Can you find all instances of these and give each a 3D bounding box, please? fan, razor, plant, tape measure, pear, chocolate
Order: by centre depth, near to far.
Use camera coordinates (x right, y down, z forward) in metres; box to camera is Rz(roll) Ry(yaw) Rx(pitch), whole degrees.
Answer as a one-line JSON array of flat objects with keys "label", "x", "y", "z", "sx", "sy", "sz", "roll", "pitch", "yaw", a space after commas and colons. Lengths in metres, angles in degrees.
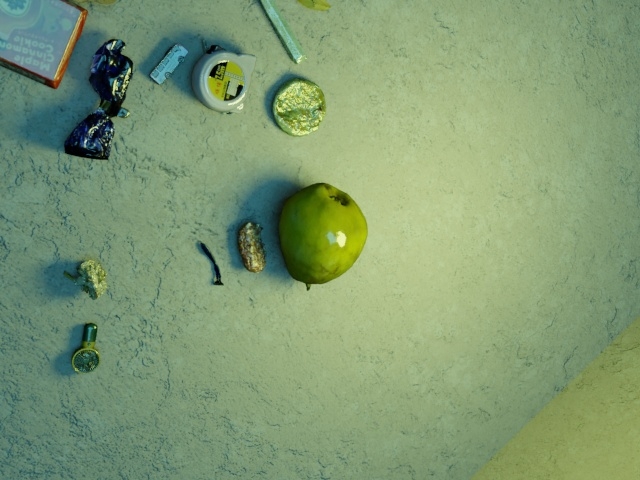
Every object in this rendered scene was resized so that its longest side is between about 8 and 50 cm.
[{"label": "chocolate", "x": -0.749, "y": -0.543, "z": 1.624, "sx": 0.237, "sy": 0.108, "sz": 0.235, "roll": 23, "pitch": 94, "yaw": -29}, {"label": "chocolate", "x": -0.589, "y": -0.383, "z": 1.743, "sx": 0.148, "sy": 0.126, "sz": 0.344, "roll": 17, "pitch": 88, "yaw": 10}, {"label": "plant", "x": -0.685, "y": 0.115, "z": 1.828, "sx": 0.121, "sy": 0.104, "sz": 0.117, "roll": -4, "pitch": 83, "yaw": 1}, {"label": "tape measure", "x": -0.291, "y": -0.476, "z": 1.856, "sx": 0.178, "sy": 0.105, "sz": 0.196, "roll": 15, "pitch": 98, "yaw": -34}, {"label": "fan", "x": -0.698, "y": 0.321, "z": 1.899, "sx": 0.082, "sy": 0.039, "sz": 0.155, "roll": 9, "pitch": 97, "yaw": -26}, {"label": "razor", "x": -0.344, "y": 0.072, "z": 2.007, "sx": 0.028, "sy": 0.044, "sz": 0.155, "roll": -39, "pitch": 116, "yaw": -45}, {"label": "pear", "x": 0.000, "y": 0.000, "z": 2.018, "sx": 0.287, "sy": 0.287, "sz": 0.376, "roll": 2, "pitch": 119, "yaw": -25}]

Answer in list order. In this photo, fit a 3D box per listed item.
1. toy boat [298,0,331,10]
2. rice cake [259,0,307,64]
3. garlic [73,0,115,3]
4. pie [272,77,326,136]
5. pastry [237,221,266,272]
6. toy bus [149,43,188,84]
[{"label": "toy boat", "x": -0.039, "y": -0.756, "z": 1.921, "sx": 0.172, "sy": 0.065, "sz": 0.066, "roll": 36, "pitch": 67, "yaw": -30}, {"label": "rice cake", "x": -0.118, "y": -0.650, "z": 1.921, "sx": 0.045, "sy": 0.042, "sz": 0.245, "roll": -37, "pitch": 115, "yaw": -9}, {"label": "garlic", "x": -0.598, "y": -0.723, "z": 1.622, "sx": 0.227, "sy": 0.152, "sz": 0.228, "roll": -16, "pitch": 117, "yaw": -36}, {"label": "pie", "x": -0.066, "y": -0.421, "z": 2.001, "sx": 0.186, "sy": 0.041, "sz": 0.187, "roll": -6, "pitch": 105, "yaw": -23}, {"label": "pastry", "x": -0.226, "y": 0.021, "z": 2.031, "sx": 0.087, "sy": 0.063, "sz": 0.170, "roll": -13, "pitch": 103, "yaw": -30}, {"label": "toy bus", "x": -0.436, "y": -0.507, "z": 1.815, "sx": 0.052, "sy": 0.037, "sz": 0.131, "roll": 40, "pitch": 86, "yaw": -22}]
